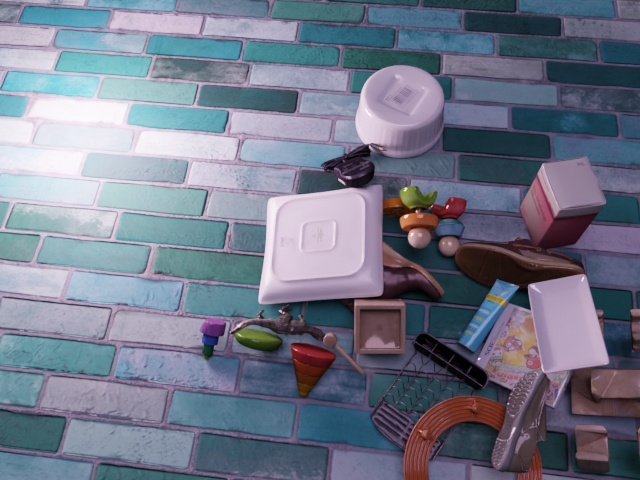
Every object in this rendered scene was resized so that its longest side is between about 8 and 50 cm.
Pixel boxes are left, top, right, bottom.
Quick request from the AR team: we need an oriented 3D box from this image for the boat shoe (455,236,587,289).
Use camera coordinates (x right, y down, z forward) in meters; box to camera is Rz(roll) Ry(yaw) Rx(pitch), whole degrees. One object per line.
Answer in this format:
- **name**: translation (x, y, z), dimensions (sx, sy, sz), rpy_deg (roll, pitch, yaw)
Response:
- **boat shoe**: translation (0.541, 0.057, 1.753), dimensions (0.342, 0.123, 0.123), rpy_deg (9, 34, 14)

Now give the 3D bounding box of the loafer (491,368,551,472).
- **loafer**: translation (0.476, 0.420, 1.491), dimensions (0.088, 0.094, 0.251), rpy_deg (25, 84, -5)

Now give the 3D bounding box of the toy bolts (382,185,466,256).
- **toy bolts**: translation (0.286, -0.036, 1.790), dimensions (0.229, 0.218, 0.158), rpy_deg (9, 75, -29)

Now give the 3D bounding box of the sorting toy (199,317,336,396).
- **sorting toy**: translation (-0.148, 0.306, 1.663), dimensions (0.366, 0.127, 0.126), rpy_deg (14, 94, 12)

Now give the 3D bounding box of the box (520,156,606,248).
- **box**: translation (0.646, -0.096, 1.745), dimensions (0.127, 0.232, 0.148), rpy_deg (-9, 63, -3)

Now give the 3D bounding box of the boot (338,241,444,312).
- **boot**: translation (0.182, 0.139, 1.743), dimensions (0.248, 0.090, 0.206), rpy_deg (36, 82, 17)

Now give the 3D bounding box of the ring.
- **ring**: translation (0.360, 0.533, 1.504), dimensions (0.337, 0.032, 0.336), rpy_deg (2, 74, -6)

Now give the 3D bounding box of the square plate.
- **square plate**: translation (0.000, 0.000, 1.777), dimensions (0.344, 0.049, 0.347), rpy_deg (-5, 59, 14)

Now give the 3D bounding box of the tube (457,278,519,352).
- **tube**: translation (0.434, 0.195, 1.681), dimensions (0.207, 0.052, 0.080), rpy_deg (-55, 35, -9)

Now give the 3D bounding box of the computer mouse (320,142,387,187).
- **computer mouse**: translation (0.124, -0.213, 1.864), dimensions (0.184, 0.060, 0.262), rpy_deg (-27, 22, -11)

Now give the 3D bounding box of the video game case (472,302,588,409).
- **video game case**: translation (0.515, 0.277, 1.597), dimensions (0.227, 0.026, 0.206), rpy_deg (19, 75, 43)

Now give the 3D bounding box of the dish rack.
- **dish rack**: translation (0.262, 0.390, 1.601), dimensions (0.208, 0.074, 0.271), rpy_deg (32, 69, 18)

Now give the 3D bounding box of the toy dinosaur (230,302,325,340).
- **toy dinosaur**: translation (-0.111, 0.213, 1.681), dimensions (0.268, 0.064, 0.118), rpy_deg (6, 19, -21)

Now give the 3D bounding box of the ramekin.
- **ramekin**: translation (0.246, -0.401, 1.970), dimensions (0.278, 0.135, 0.277), rpy_deg (-1, 63, 1)

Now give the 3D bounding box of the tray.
- **tray**: translation (0.589, 0.201, 1.549), dimensions (0.145, 0.030, 0.270), rpy_deg (-14, 42, 20)

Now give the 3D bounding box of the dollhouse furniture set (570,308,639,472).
- **dollhouse furniture set**: translation (0.813, 0.378, 1.548), dimensions (0.395, 0.256, 0.361), rpy_deg (-3, 60, 24)

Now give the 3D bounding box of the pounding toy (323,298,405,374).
- **pounding toy**: translation (0.112, 0.245, 1.667), dimensions (0.206, 0.094, 0.180), rpy_deg (0, 95, 2)
